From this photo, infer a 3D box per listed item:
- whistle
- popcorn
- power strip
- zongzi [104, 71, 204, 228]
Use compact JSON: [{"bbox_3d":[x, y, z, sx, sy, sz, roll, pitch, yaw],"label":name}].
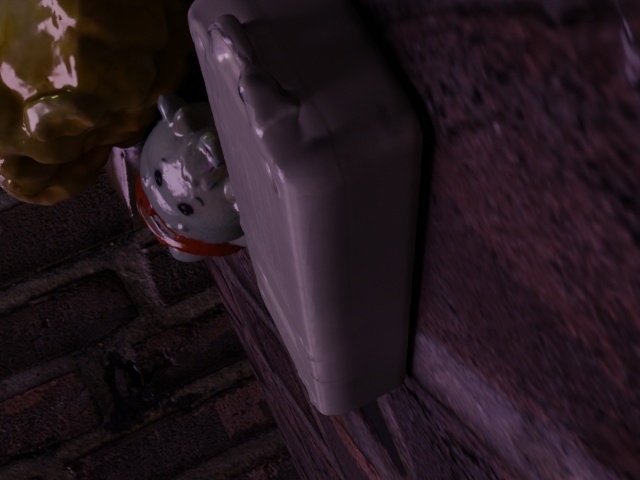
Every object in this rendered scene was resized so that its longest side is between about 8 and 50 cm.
[{"bbox_3d":[-0.082,-0.040,0.751,0.253,0.106,0.102,134,128,-80],"label":"whistle"},{"bbox_3d":[-0.185,-0.125,0.763,0.200,0.226,0.203,10,-90,-58],"label":"popcorn"},{"bbox_3d":[0.000,0.000,0.495,0.098,0.058,0.338,61,170,24],"label":"power strip"},{"bbox_3d":[-0.177,-0.155,0.997,0.221,0.112,0.242,-129,24,-61],"label":"zongzi"}]
